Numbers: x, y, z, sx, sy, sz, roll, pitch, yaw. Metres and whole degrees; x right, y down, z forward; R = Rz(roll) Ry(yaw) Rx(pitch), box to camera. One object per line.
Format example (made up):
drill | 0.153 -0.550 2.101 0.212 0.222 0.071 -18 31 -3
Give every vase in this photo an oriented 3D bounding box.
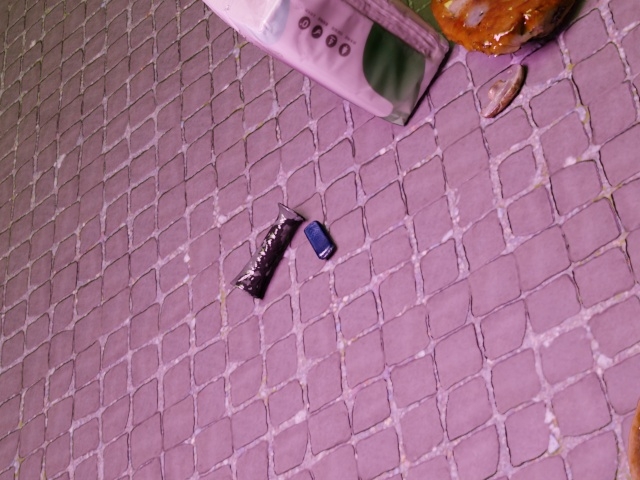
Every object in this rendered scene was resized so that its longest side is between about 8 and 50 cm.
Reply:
vase | -0.090 0.018 2.215 0.059 0.059 0.167 27 86 52

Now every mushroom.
mushroom | 0.287 -0.234 2.007 0.101 0.019 0.049 -55 38 3

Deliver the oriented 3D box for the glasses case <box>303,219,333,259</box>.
glasses case | 0.000 0.000 2.157 0.033 0.023 0.083 -40 43 9

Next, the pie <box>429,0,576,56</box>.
pie | 0.300 -0.415 2.062 0.308 0.085 0.308 -28 43 29

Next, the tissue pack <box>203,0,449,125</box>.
tissue pack | 0.006 -0.367 2.134 0.194 0.356 0.266 -57 39 6

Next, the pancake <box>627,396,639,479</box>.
pancake | 0.522 0.209 1.415 0.382 0.071 0.382 -27 47 34
